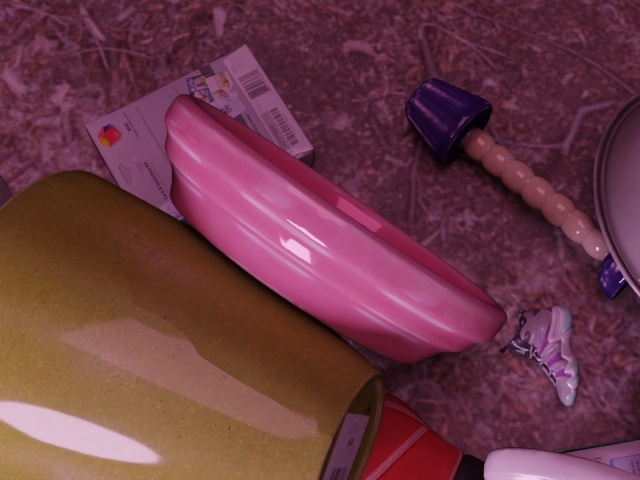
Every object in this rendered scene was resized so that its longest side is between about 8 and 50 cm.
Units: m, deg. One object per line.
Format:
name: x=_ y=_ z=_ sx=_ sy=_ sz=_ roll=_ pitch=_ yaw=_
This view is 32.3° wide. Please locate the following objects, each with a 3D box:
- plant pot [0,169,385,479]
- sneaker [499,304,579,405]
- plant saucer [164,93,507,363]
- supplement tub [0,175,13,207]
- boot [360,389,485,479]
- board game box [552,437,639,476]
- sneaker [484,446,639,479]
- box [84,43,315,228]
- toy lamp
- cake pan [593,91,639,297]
plant pot: x=-0.108 y=0.118 z=0.877 sx=0.294 sy=0.275 sz=0.274 roll=20 pitch=69 yaw=18
sneaker: x=0.201 y=0.108 z=1.027 sx=0.069 sy=0.038 sz=0.098 roll=-2 pitch=58 yaw=2
plant saucer: x=0.000 y=0.000 z=0.934 sx=0.332 sy=0.332 sz=0.084 roll=35 pitch=96 yaw=14
supplement tub: x=-0.426 y=0.054 z=0.958 sx=0.316 sy=0.228 sz=0.228 roll=-8 pitch=68 yaw=-2
boot: x=0.039 y=0.259 z=0.942 sx=0.176 sy=0.088 sz=0.244 roll=35 pitch=69 yaw=13
board game box: x=0.373 y=0.275 z=0.936 sx=0.317 sy=0.064 sz=0.242 roll=-9 pitch=68 yaw=-2
sneaker: x=0.249 y=0.261 z=0.852 sx=0.290 sy=0.106 sz=0.123 roll=25 pitch=68 yaw=10
box: x=-0.121 y=-0.097 z=1.116 sx=0.186 sy=0.038 sz=0.145 roll=-29 pitch=69 yaw=-11
toy lamp: x=0.198 y=-0.059 z=1.072 sx=0.275 sy=0.080 sz=0.080 roll=40 pitch=74 yaw=15
cake pan: x=0.396 y=-0.033 z=1.025 sx=0.293 sy=0.054 sz=0.293 roll=6 pitch=66 yaw=-15
